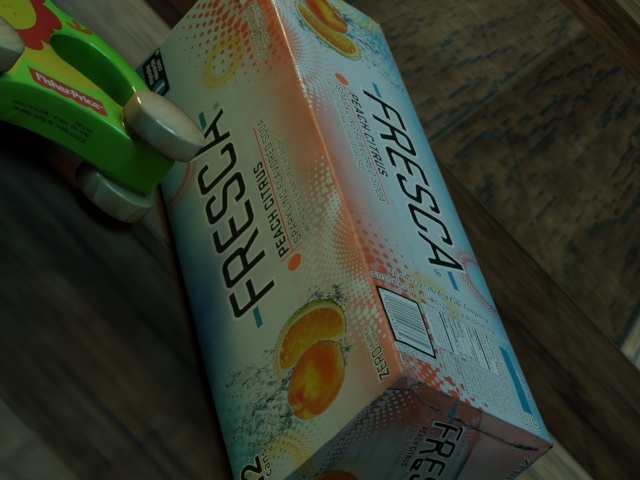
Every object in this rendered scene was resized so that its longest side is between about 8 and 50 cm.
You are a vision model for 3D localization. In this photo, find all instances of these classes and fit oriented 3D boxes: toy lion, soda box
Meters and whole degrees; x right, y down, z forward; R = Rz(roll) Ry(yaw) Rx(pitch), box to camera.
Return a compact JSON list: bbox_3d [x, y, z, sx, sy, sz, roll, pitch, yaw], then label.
[{"bbox_3d":[-0.089,-0.058,0.500,0.100,0.034,0.096,26,23,-38],"label":"toy lion"},{"bbox_3d":[0.000,0.000,0.507,0.058,0.063,0.183,28,30,-36],"label":"soda box"}]
